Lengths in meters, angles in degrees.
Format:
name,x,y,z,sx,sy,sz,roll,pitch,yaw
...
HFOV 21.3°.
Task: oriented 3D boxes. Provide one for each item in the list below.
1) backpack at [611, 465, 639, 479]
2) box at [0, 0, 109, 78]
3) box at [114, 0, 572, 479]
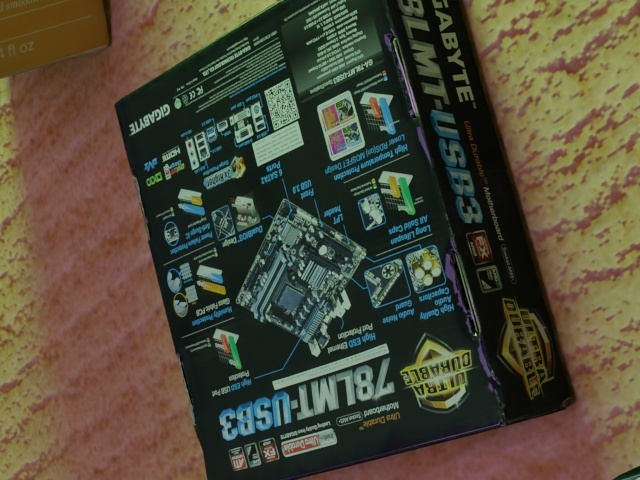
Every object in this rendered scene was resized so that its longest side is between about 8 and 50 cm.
name,x,y,z,sx,sy,sz,roll,pitch,yaw
backpack,0.225,0.186,0.853,0.158,0.117,0.173,-25,81,49
box,-0.316,-0.287,1.255,0.168,0.215,0.345,12,118,47
box,0.000,0.000,1.105,0.295,0.073,0.293,-23,81,48
